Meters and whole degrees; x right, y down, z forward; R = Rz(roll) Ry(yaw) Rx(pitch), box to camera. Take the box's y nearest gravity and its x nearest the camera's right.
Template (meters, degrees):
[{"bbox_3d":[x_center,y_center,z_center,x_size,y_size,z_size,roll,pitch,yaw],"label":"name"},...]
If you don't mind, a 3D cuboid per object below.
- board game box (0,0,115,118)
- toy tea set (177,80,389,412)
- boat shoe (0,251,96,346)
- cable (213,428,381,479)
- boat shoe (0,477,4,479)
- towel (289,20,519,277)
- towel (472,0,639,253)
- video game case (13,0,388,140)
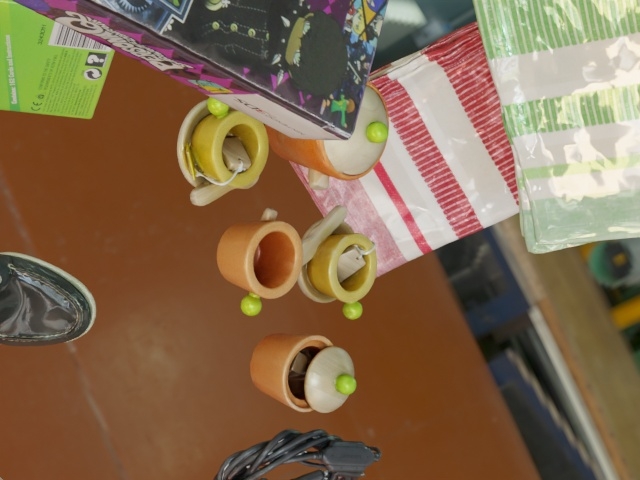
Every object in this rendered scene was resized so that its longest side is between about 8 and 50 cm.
[{"bbox_3d":[-0.291,-0.156,1.170,0.260,0.124,0.039,2,52,-23],"label":"board game box"},{"bbox_3d":[0.000,0.000,1.409,0.200,0.124,0.336,-33,120,-37],"label":"toy tea set"},{"bbox_3d":[-0.454,0.065,1.888,0.340,0.127,0.113,20,11,-4],"label":"boat shoe"},{"bbox_3d":[-0.038,0.236,1.553,0.184,0.150,0.047,6,62,-41],"label":"cable"},{"bbox_3d":[-0.276,0.297,1.449,0.227,0.081,0.079,45,63,-9],"label":"boat shoe"},{"bbox_3d":[0.138,-0.106,1.756,0.237,0.329,0.037,57,19,-23],"label":"towel"},{"bbox_3d":[0.275,-0.157,1.483,0.038,0.248,0.324,-23,102,-53],"label":"towel"},{"bbox_3d":[-0.041,-0.178,0.532,0.210,0.042,0.232,23,78,-41],"label":"video game case"}]
